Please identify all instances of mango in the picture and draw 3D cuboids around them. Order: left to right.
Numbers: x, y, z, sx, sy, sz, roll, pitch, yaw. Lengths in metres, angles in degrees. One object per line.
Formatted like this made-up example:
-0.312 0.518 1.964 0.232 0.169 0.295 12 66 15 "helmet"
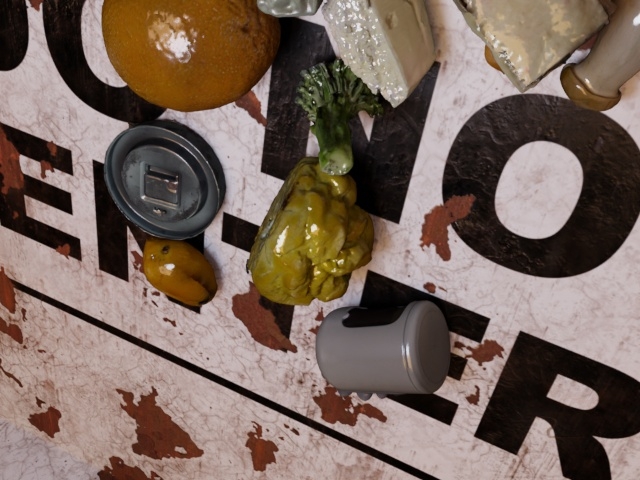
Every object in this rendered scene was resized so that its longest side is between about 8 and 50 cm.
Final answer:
-0.359 0.088 1.874 0.166 0.136 0.236 8 152 29 "mango"

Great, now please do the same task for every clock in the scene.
-0.380 -0.148 1.760 0.312 0.061 0.313 9 123 13 "clock"

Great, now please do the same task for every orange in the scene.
-0.259 -0.412 1.386 0.356 0.322 0.322 7 125 37 "orange"

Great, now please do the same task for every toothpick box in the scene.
0.128 0.265 1.689 0.316 0.229 0.229 -8 117 33 "toothpick box"

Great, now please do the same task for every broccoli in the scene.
0.027 -0.226 1.362 0.164 0.304 0.145 -26 127 21 "broccoli"

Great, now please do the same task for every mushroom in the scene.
0.506 -0.354 1.129 0.128 0.128 0.350 32 135 6 "mushroom"

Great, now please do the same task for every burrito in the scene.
0.282 -0.410 1.077 0.190 0.135 0.332 -35 101 18 "burrito"

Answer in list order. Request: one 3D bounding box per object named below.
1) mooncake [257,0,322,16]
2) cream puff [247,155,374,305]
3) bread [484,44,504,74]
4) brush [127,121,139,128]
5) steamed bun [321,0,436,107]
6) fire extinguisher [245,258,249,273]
-0.060 -0.516 1.228 0.136 0.254 0.250 -3 111 11 "mooncake"
0.001 -0.001 1.549 0.257 0.291 0.325 25 105 -15 "cream puff"
0.352 -0.396 1.201 0.102 0.094 0.246 22 128 9 "bread"
-0.464 -0.182 1.829 0.043 0.036 0.248 10 125 11 "brush"
0.101 -0.363 1.295 0.170 0.200 0.226 1 123 43 "steamed bun"
-0.097 0.076 1.786 0.231 0.071 0.099 2 150 28 "fire extinguisher"
